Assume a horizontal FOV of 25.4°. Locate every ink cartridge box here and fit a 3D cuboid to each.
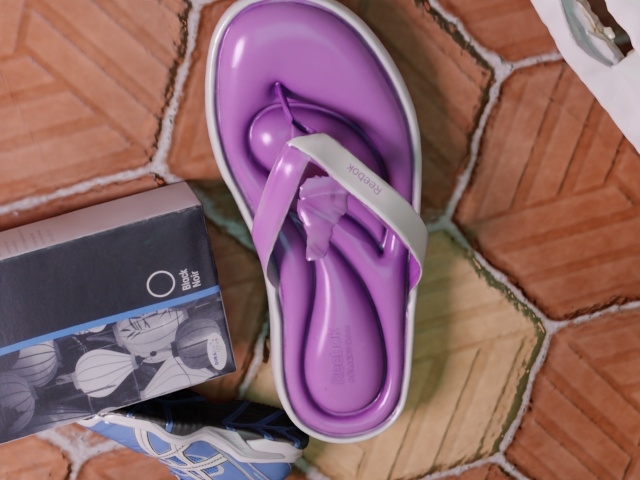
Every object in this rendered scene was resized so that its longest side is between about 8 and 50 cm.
[{"bbox_3d":[-0.244,0.075,1.154,0.333,0.065,0.165,-17,117,-12],"label":"ink cartridge box"}]

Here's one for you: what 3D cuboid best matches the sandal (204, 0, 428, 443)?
[{"bbox_3d":[0.015,-0.004,1.164,0.169,0.102,0.416,-13,116,-1],"label":"sandal"}]

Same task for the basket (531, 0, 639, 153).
[{"bbox_3d":[0.319,-0.177,1.000,0.266,0.331,0.328,-37,114,8],"label":"basket"}]

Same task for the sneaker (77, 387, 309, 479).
[{"bbox_3d":[-0.118,0.179,1.244,0.211,0.080,0.081,16,110,-14],"label":"sneaker"}]
